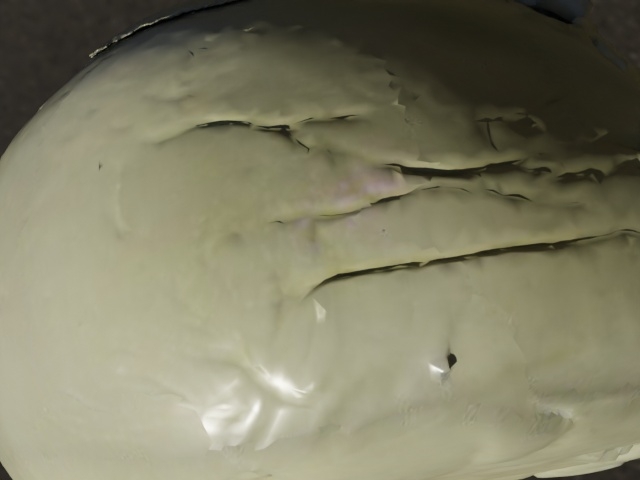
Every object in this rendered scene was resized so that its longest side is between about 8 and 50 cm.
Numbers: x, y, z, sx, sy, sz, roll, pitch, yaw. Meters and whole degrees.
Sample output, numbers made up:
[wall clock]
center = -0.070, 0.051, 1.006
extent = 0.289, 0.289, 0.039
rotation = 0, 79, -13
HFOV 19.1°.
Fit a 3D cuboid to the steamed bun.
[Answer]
[steamed bun]
center = 0.000, 0.000, 0.831
extent = 0.334, 0.312, 0.233
rotation = -29, 67, 61
